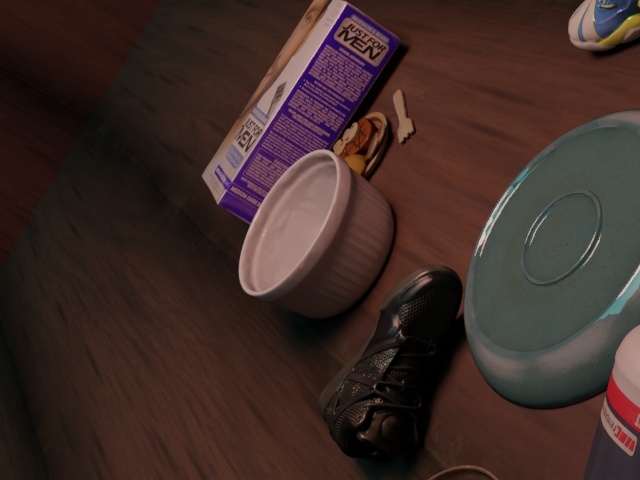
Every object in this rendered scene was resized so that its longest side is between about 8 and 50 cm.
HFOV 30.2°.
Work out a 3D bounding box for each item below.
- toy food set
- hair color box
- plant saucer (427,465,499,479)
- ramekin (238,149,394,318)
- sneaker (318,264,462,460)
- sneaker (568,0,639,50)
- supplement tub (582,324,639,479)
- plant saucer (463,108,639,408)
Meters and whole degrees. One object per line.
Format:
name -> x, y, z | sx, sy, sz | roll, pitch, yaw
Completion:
toy food set -> 0.045, -0.123, 1.619 | 0.192, 0.038, 0.132 | -46, 28, 26
hair color box -> -0.036, -0.190, 1.746 | 0.339, 0.110, 0.185 | -55, 19, 5
plant saucer -> 0.114, 0.298, 1.047 | 0.198, 0.036, 0.199 | -42, 32, 33
ramekin -> 0.000, 0.000, 1.491 | 0.207, 0.109, 0.207 | -43, 30, 33
sneaker -> 0.085, 0.138, 1.220 | 0.227, 0.087, 0.130 | -54, 27, 18
sneaker -> 0.318, -0.287, 1.193 | 0.240, 0.126, 0.091 | -33, 36, 43
supplement tub -> 0.235, 0.195, 0.678 | 0.191, 0.191, 0.272 | -139, 57, -64
plant saucer -> 0.239, 0.004, 1.127 | 0.317, 0.043, 0.318 | -42, 30, 31
